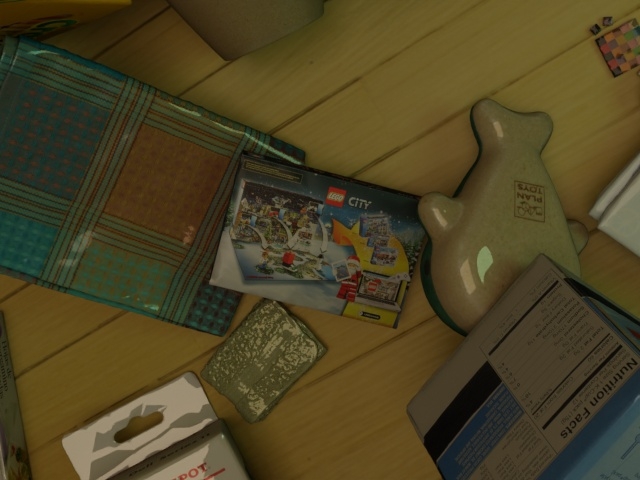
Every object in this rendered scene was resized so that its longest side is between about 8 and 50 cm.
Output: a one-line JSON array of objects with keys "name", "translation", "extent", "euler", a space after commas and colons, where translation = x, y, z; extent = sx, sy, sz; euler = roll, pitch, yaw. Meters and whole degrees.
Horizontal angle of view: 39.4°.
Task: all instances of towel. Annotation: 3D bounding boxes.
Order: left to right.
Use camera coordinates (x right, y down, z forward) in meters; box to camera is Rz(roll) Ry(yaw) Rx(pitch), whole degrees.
[{"name": "towel", "translation": [-0.229, -0.049, 1.043], "extent": [0.370, 0.040, 0.271], "euler": [20, 104, -23]}, {"name": "towel", "translation": [-0.075, 0.152, 1.134], "extent": [0.110, 0.027, 0.148], "euler": [43, 103, 4]}]

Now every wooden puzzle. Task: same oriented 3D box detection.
[{"name": "wooden puzzle", "translation": [0.345, -0.219, 1.013], "extent": [0.049, 0.006, 0.083], "euler": [-27, 92, 13]}]

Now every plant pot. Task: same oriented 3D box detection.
[{"name": "plant pot", "translation": [-0.111, -0.348, 0.982], "extent": [0.256, 0.256, 0.274], "euler": [-21, 108, 13]}]

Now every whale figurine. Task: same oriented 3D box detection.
[{"name": "whale figurine", "translation": [0.198, -0.018, 1.017], "extent": [0.216, 0.141, 0.272], "euler": [8, 78, -19]}]

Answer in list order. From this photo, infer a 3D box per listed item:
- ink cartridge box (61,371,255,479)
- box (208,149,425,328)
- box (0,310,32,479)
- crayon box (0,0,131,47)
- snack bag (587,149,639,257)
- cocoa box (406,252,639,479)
[{"name": "ink cartridge box", "translation": [-0.164, 0.364, 1.105], "extent": [0.207, 0.119, 0.353], "euler": [-28, 92, -7]}, {"name": "box", "translation": [0.000, 0.000, 1.058], "extent": [0.233, 0.044, 0.159], "euler": [14, 101, -8]}, {"name": "box", "translation": [-0.441, 0.259, 1.200], "extent": [0.067, 0.063, 0.324], "euler": [-7, 96, 10]}, {"name": "crayon box", "translation": [-0.429, -0.257, 0.927], "extent": [0.363, 0.313, 0.106], "euler": [-2, 96, 47]}, {"name": "snack bag", "translation": [0.520, -0.063, 0.960], "extent": [0.323, 0.037, 0.342], "euler": [36, 103, -5]}, {"name": "cocoa box", "translation": [0.309, 0.221, 0.897], "extent": [0.347, 0.228, 0.231], "euler": [32, 104, -25]}]
